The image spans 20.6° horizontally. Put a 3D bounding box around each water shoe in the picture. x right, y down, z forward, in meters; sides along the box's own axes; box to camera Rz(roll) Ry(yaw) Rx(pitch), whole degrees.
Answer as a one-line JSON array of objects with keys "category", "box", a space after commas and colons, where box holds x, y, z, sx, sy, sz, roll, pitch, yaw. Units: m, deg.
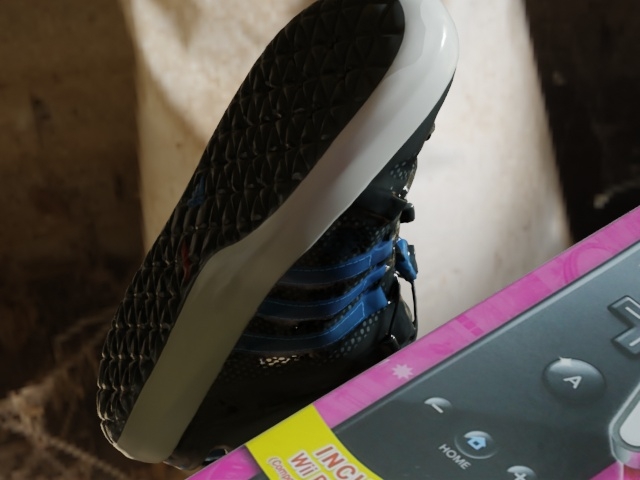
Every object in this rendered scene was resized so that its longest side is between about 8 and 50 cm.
[{"category": "water shoe", "box": [0.000, 0.000, 0.557, 0.080, 0.203, 0.073, 16, 43, -25]}]

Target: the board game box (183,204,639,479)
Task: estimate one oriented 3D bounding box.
[{"category": "board game box", "box": [0.075, 0.123, 0.426, 0.303, 0.098, 0.224, -28, 51, -33]}]
